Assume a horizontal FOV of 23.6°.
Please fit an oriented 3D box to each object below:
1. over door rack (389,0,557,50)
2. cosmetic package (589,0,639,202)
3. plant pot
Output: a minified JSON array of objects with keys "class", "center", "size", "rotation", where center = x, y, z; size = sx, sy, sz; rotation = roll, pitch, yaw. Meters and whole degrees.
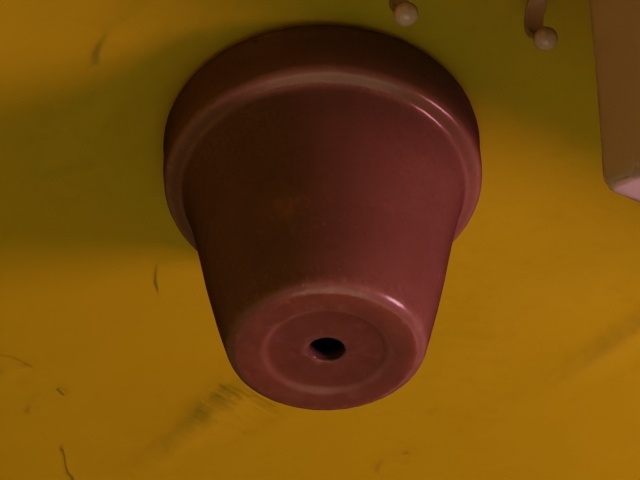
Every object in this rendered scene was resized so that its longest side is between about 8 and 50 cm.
[{"class":"over door rack","center":[0.097,-0.268,1.011],"size":[0.239,0.108,0.324],"rotation":[9,135,-12]},{"class":"cosmetic package","center":[0.421,-0.079,1.070],"size":[0.453,0.161,0.230],"rotation":[17,152,-37]},{"class":"plant pot","center":[0.000,0.000,1.201],"size":[0.263,0.229,0.263],"rotation":[0,136,0]}]
